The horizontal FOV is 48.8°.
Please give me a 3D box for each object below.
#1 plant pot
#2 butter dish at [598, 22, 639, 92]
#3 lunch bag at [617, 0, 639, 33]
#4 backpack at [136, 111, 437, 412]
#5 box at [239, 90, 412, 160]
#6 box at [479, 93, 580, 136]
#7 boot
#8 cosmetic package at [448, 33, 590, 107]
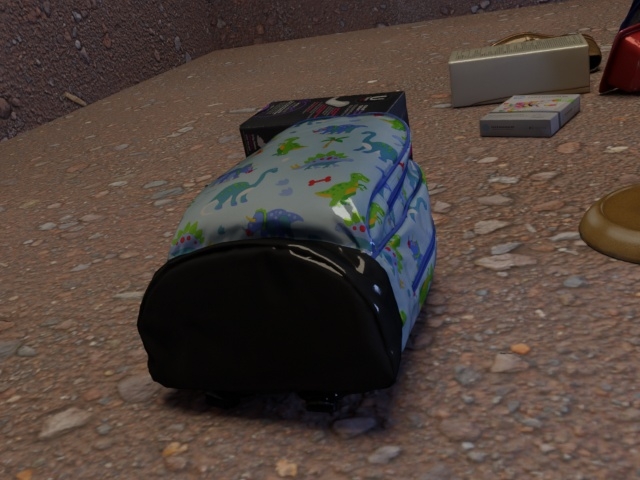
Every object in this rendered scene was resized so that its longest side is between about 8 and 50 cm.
[{"bbox_3d":[0.453,-0.032,0.896,0.236,0.032,0.236,-8,22,3],"label":"plant pot"},{"bbox_3d":[0.695,-0.374,1.496,0.160,0.160,0.118,-21,50,-17],"label":"butter dish"},{"bbox_3d":[0.900,-0.503,1.577,0.327,0.239,0.385,-11,6,0],"label":"lunch bag"},{"bbox_3d":[0.000,0.000,0.790,0.290,0.274,0.355,-5,10,30],"label":"backpack"},{"bbox_3d":[0.015,-0.173,1.282,0.270,0.143,0.165,-1,26,22],"label":"box"},{"bbox_3d":[0.427,-0.255,1.433,0.145,0.038,0.186,7,27,36],"label":"box"},{"bbox_3d":[0.556,-0.461,1.794,0.305,0.112,0.115,-5,33,8],"label":"boot"},{"bbox_3d":[0.465,-0.402,1.669,0.309,0.113,0.160,-4,23,17],"label":"cosmetic package"}]
